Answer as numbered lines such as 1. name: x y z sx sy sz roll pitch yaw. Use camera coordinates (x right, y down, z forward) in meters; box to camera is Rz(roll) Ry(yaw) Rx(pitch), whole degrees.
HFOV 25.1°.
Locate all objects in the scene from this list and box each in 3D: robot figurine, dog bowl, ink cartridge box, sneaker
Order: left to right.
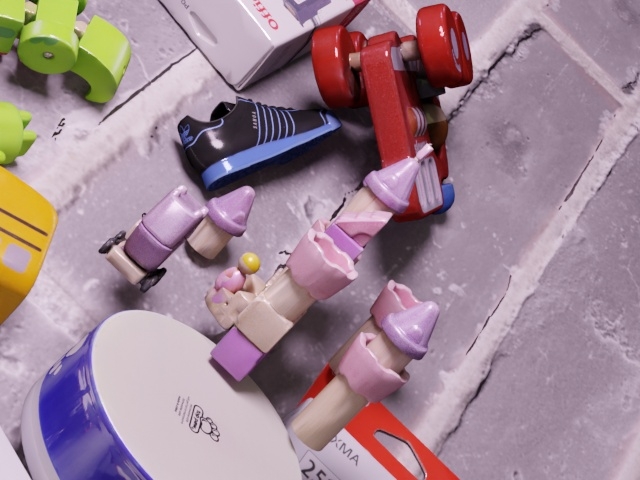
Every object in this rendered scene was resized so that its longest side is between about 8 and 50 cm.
1. robot figurine: -0.355 -0.113 1.488 0.115 0.067 0.101 1 63 -38
2. dog bowl: -0.144 0.197 1.350 0.265 0.104 0.265 38 24 -21
3. sneaker: -0.070 -0.135 1.724 0.232 0.081 0.090 -24 82 -45
4. ink cartridge box: -0.069 -0.319 1.839 0.172 0.100 0.237 51 43 3
5. ink cartridge box: 0.070 0.277 1.563 0.275 0.060 0.239 44 45 -4

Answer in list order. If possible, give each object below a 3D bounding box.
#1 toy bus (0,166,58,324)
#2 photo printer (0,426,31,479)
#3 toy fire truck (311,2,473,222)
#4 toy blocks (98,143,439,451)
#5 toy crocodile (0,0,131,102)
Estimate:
1. toy bus: -0.422 -0.053 1.365 0.333 0.108 0.130 29 49 -20
2. photo printer: -0.400 0.180 1.217 0.256 0.107 0.307 -23 76 -46
3. toy fire truck: 0.109 -0.152 1.804 0.302 0.169 0.254 -20 101 -76
4. toy blocks: 0.000 0.000 1.484 0.309 0.260 0.288 43 16 -1
5. toy crocodile: -0.364 -0.251 1.567 0.340 0.105 0.115 18 51 -23
